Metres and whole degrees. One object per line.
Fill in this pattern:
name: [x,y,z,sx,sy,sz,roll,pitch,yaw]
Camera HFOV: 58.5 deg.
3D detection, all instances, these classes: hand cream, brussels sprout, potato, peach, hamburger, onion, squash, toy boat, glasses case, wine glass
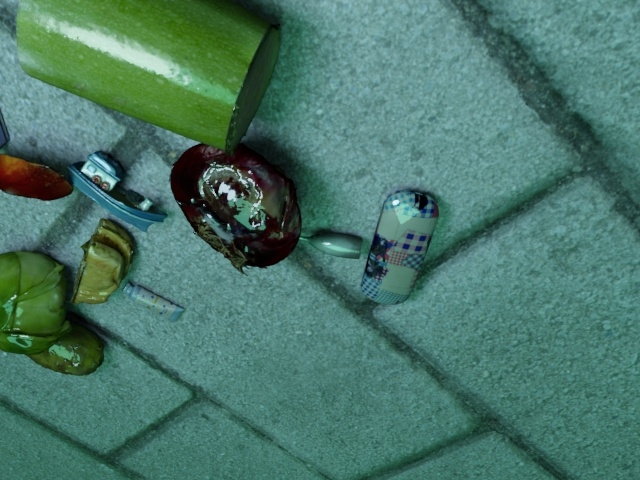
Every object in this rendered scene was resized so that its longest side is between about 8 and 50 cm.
hand cream: [-0.464,0.169,1.573,0.171,0.043,0.065,33,123,-19]
brussels sprout: [-0.778,0.160,1.500,0.294,0.227,0.259,22,108,27]
potato: [-0.778,0.301,1.670,0.298,0.141,0.176,21,122,-7]
peach: [-0.653,-0.128,1.275,0.189,0.068,0.279,24,166,-35]
hamburger: [-0.555,0.056,1.464,0.131,0.124,0.262,14,136,-25]
onion: [-0.172,-0.088,1.214,0.314,0.232,0.314,26,152,15]
squash: [-0.284,-0.337,1.006,0.384,0.263,0.263,21,128,-7]
toy boat: [-0.461,-0.115,1.321,0.238,0.109,0.098,38,100,-13]
glasses case: [0.179,0.025,1.325,0.125,0.076,0.327,13,129,1]
wine glass: [0.000,0.000,1.350,0.198,0.066,0.066,10,129,0]

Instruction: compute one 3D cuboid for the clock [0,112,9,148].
clock: [-0.793,-0.288,1.255,0.145,0.073,0.193,7,128,5]
